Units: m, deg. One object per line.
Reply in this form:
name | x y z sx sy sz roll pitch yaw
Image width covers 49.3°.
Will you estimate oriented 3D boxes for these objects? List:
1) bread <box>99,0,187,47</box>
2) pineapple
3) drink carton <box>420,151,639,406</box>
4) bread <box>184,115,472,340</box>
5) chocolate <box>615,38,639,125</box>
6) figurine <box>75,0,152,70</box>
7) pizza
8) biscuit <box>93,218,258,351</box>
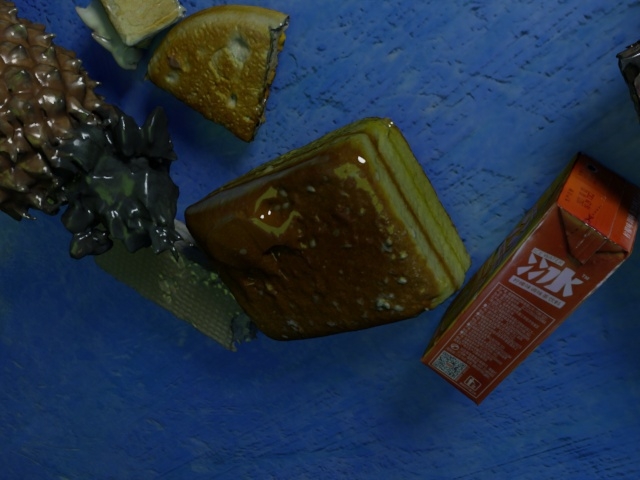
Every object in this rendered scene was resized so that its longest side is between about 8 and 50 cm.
bread | -0.176 -0.232 0.661 0.070 0.035 0.083 -32 103 6
pineapple | -0.273 -0.100 0.724 0.357 0.223 0.223 28 131 3
drink carton | 0.178 0.039 0.606 0.071 0.096 0.223 35 132 6
bread | 0.000 0.000 0.678 0.234 0.110 0.184 -20 109 38
chocolate | 0.305 -0.014 0.514 0.102 0.065 0.329 -25 108 6
figurine | -0.201 -0.217 0.699 0.050 0.047 0.083 -31 107 30
pizza | -0.087 -0.159 0.667 0.178 0.041 0.131 -24 109 38
biscuit | -0.168 0.036 0.837 0.238 0.062 0.108 30 131 10
